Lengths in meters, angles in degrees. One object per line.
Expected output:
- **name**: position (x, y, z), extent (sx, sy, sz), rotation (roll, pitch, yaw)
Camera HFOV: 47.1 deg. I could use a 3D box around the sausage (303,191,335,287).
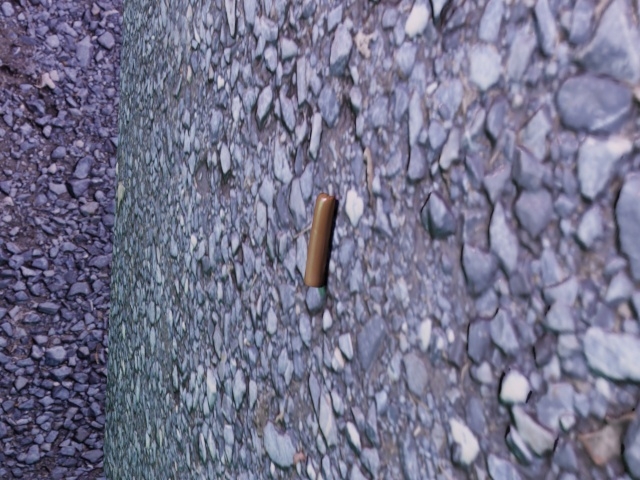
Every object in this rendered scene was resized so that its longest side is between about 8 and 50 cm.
- **sausage**: position (0.000, 0.000, 0.864), extent (0.026, 0.026, 0.116), rotation (-139, 53, -58)
